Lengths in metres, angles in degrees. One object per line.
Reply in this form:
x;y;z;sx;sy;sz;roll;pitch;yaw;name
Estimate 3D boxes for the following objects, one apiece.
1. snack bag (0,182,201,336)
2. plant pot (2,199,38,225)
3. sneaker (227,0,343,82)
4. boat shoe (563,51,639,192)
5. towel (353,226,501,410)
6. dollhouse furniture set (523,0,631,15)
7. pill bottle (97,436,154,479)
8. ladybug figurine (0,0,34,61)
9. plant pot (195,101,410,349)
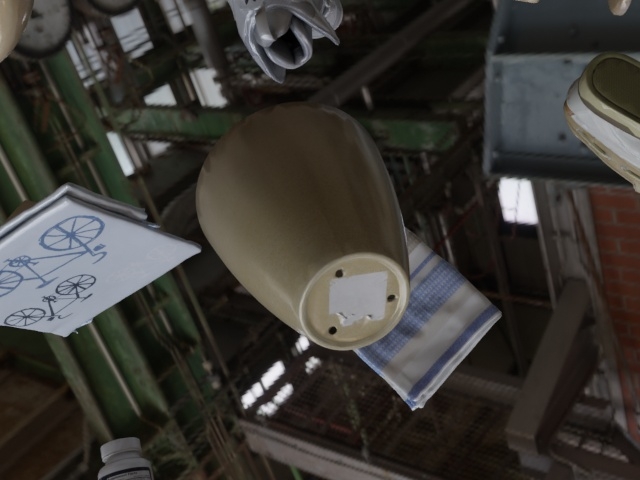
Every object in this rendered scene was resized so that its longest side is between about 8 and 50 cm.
-0.379;0.042;1.322;0.323;0.342;0.037;-31;-114;17;snack bag
-0.467;-0.008;1.488;0.109;0.109;0.096;11;-104;35;plant pot
-0.044;-0.348;1.414;0.137;0.210;0.366;-30;161;19;sneaker
0.424;-0.100;1.045;0.302;0.103;0.113;41;-109;8;boat shoe
0.118;0.099;1.406;0.285;0.034;0.209;43;-91;12;towel
0.311;-0.496;1.230;0.362;0.394;0.256;10;-135;-3;dollhouse furniture set
-0.332;0.432;1.534;0.094;0.094;0.169;-18;-115;3;pill bottle
-0.504;-0.423;1.080;0.305;0.449;0.162;-15;-156;33;ladybug figurine
0.000;0.000;1.066;0.257;0.256;0.274;-22;-147;-5;plant pot
